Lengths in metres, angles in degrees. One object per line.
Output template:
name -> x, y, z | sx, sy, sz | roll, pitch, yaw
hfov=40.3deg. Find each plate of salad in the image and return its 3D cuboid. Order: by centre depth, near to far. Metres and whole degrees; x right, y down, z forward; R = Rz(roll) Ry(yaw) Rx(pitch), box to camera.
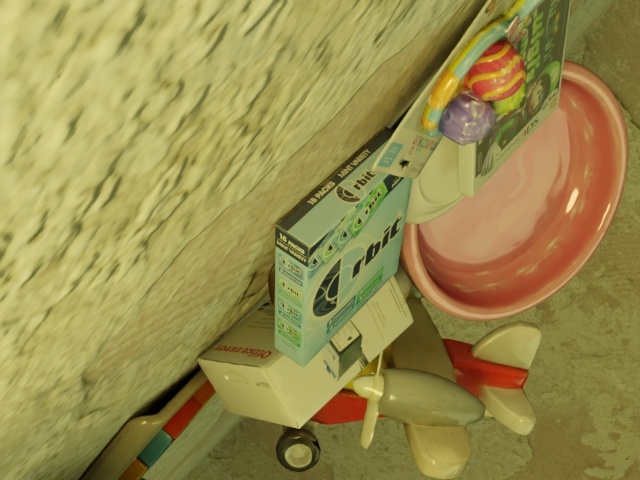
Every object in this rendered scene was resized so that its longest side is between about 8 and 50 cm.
plate of salad -> 0.132, -0.108, 0.902 | 0.199, 0.048, 0.200 | -33, 143, -29

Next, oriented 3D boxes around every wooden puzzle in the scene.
wooden puzzle -> -0.190, 0.231, 1.010 | 0.221, 0.044, 0.238 | -49, 173, 25

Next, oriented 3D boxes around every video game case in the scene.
video game case -> 0.192, -0.161, 0.860 | 0.173, 0.022, 0.190 | -44, 146, -27

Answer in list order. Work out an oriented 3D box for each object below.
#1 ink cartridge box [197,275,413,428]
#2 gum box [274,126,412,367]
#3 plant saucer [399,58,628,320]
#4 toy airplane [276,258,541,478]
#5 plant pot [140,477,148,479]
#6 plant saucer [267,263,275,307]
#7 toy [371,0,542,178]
ink cartridge box -> -0.016, 0.107, 0.946 | 0.190, 0.082, 0.139 | -40, -158, -31
gum box -> 0.022, 0.010, 0.807 | 0.157, 0.041, 0.184 | -43, 153, -32
plant saucer -> 0.224, -0.064, 1.063 | 0.332, 0.332, 0.084 | -47, -144, -2
toy airplane -> 0.108, 0.139, 1.162 | 0.384, 0.386, 0.273 | -28, 122, -41
plant pot -> -0.218, 0.479, 1.230 | 0.275, 0.293, 0.275 | -46, 174, -7
plant saucer -> 0.000, 0.000, 0.912 | 0.168, 0.029, 0.168 | -45, 173, -7
toy -> 0.144, -0.140, 0.705 | 0.237, 0.056, 0.137 | -58, 162, 12
